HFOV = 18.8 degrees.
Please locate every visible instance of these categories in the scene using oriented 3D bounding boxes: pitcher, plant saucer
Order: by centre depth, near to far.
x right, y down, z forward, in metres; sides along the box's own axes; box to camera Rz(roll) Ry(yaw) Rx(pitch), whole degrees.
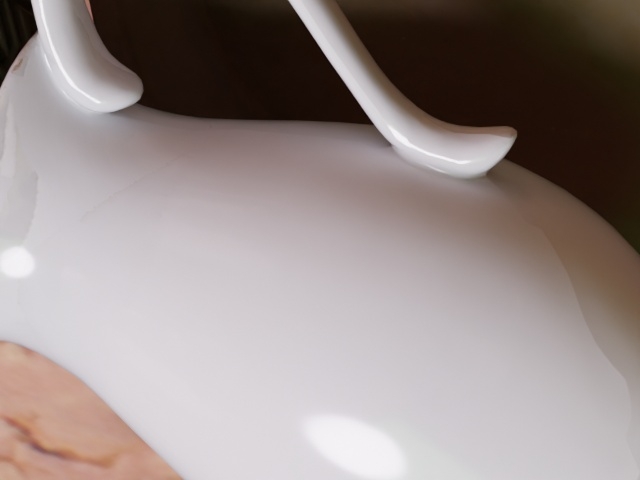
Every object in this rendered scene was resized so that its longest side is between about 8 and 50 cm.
[{"bbox_3d":[0.000,0.000,0.529,0.207,0.125,0.178,23,122,4],"label":"pitcher"},{"bbox_3d":[0.072,-0.062,0.544,0.278,0.041,0.278,10,140,8],"label":"plant saucer"}]

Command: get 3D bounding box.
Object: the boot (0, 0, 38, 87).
[{"bbox_3d":[-0.228,-0.109,0.550,0.269,0.089,0.236,9,139,10],"label":"boot"}]
